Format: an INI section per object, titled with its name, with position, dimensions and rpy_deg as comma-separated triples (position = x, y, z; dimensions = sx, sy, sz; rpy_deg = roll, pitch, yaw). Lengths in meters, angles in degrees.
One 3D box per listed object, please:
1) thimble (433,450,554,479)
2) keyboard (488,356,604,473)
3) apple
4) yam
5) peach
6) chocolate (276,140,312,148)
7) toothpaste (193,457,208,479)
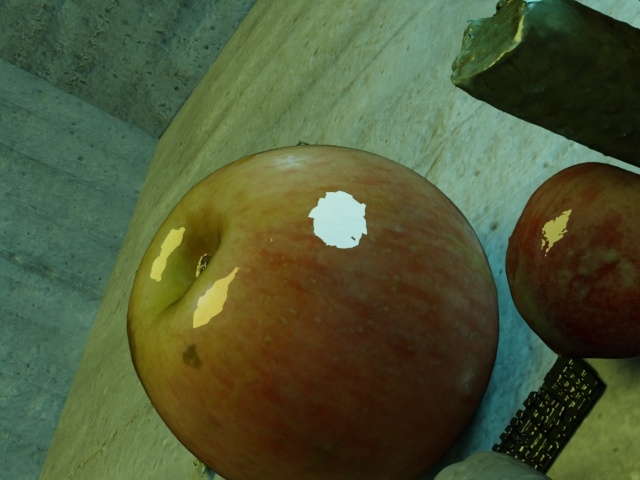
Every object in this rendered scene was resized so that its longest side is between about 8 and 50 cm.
[thimble]
position = 0.129, 0.235, 0.600
dimensions = 0.151, 0.127, 0.118
rpy_deg = -63, 19, -2
[keyboard]
position = 0.169, 0.183, 0.728
dimensions = 0.196, 0.018, 0.060
rpy_deg = -59, 23, 12
[apple]
position = -0.014, 0.077, 0.858
dimensions = 0.364, 0.363, 0.364
rpy_deg = -50, 24, 32
[yam]
position = 0.223, -0.102, 0.612
dimensions = 0.093, 0.259, 0.093
rpy_deg = -160, 90, -76
[peach]
position = 0.216, 0.025, 0.651
dimensions = 0.152, 0.152, 0.152
rpy_deg = -50, 24, 32
[chocolate]
position = -0.064, -0.061, 1.487
dimensions = 0.214, 0.093, 0.148
rpy_deg = -66, 19, -9
[toothpaste]
position = -0.146, 0.257, 1.370
dimensions = 0.248, 0.046, 0.078
rpy_deg = -65, 18, 0
